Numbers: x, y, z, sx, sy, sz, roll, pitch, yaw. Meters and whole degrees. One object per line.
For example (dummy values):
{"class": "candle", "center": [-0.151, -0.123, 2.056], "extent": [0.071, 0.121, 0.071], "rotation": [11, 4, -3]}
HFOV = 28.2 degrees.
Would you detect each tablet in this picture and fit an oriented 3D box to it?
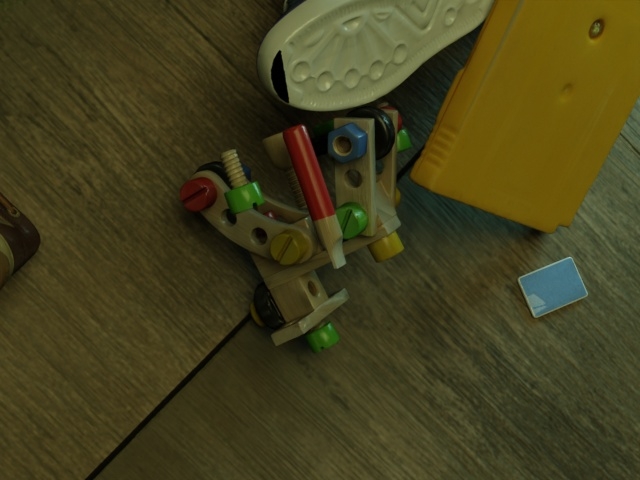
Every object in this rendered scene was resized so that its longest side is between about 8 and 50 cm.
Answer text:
{"class": "tablet", "center": [0.285, 0.058, 1.564], "extent": [0.083, 0.006, 0.054], "rotation": [-20, 83, -21]}

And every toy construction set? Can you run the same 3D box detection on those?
{"class": "toy construction set", "center": [0.000, 0.000, 1.335], "extent": [0.258, 0.309, 0.237], "rotation": [-19, 93, 3]}

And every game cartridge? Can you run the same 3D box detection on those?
{"class": "game cartridge", "center": [0.264, -0.177, 1.458], "extent": [0.285, 0.053, 0.323], "rotation": [16, 104, -47]}

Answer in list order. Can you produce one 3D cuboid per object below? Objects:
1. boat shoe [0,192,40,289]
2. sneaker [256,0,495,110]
{"class": "boat shoe", "center": [-0.434, -0.084, 1.315], "extent": [0.342, 0.123, 0.123], "rotation": [39, 37, 0]}
{"class": "sneaker", "center": [0.009, -0.258, 1.373], "extent": [0.323, 0.236, 0.130], "rotation": [-30, 130, -29]}
